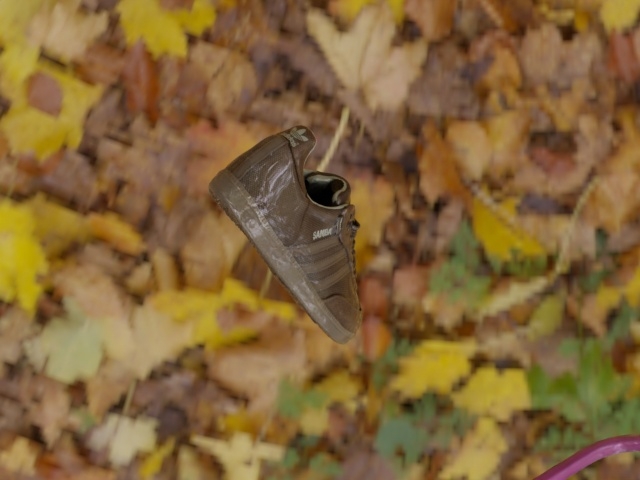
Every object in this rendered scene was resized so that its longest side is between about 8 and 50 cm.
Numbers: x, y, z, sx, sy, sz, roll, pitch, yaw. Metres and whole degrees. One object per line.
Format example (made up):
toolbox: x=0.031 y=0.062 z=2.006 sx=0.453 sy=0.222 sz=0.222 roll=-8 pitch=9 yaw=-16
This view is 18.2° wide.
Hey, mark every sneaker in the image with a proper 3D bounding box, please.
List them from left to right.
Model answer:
sneaker: x=0.000 y=0.000 z=1.229 sx=0.071 sy=0.066 sz=0.188 roll=-40 pitch=145 yaw=-3

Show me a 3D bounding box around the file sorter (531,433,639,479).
file sorter: x=0.149 y=0.263 z=0.866 sx=0.182 sy=0.202 sz=0.291 roll=-26 pitch=124 yaw=-28
